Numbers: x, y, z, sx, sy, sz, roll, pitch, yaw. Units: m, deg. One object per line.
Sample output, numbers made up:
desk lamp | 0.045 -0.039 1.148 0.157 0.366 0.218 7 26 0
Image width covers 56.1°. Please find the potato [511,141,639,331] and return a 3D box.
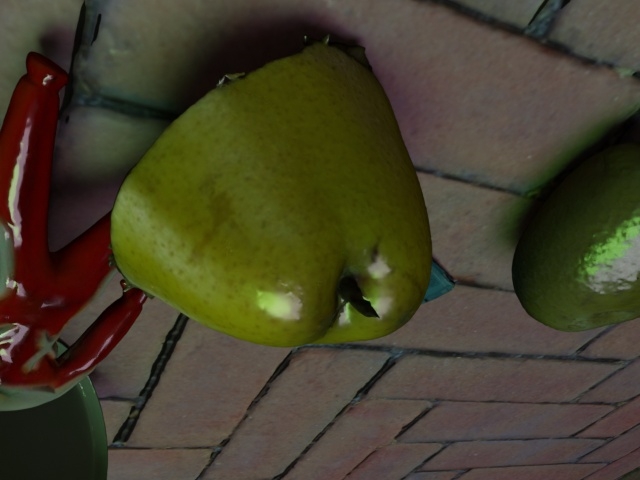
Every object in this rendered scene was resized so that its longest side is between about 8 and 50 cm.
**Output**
potato | 0.310 -0.004 0.632 0.174 0.159 0.251 -19 139 -34

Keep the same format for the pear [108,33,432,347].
pear | -0.002 0.002 0.457 0.267 0.178 0.266 -36 156 -19

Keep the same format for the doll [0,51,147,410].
doll | -0.234 0.059 0.468 0.188 0.099 0.383 27 95 -44

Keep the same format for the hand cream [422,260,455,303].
hand cream | 0.091 0.030 0.699 0.083 0.048 0.224 -26 146 15

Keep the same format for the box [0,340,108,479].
box | -0.350 0.228 0.644 0.150 0.226 0.226 -17 141 3
